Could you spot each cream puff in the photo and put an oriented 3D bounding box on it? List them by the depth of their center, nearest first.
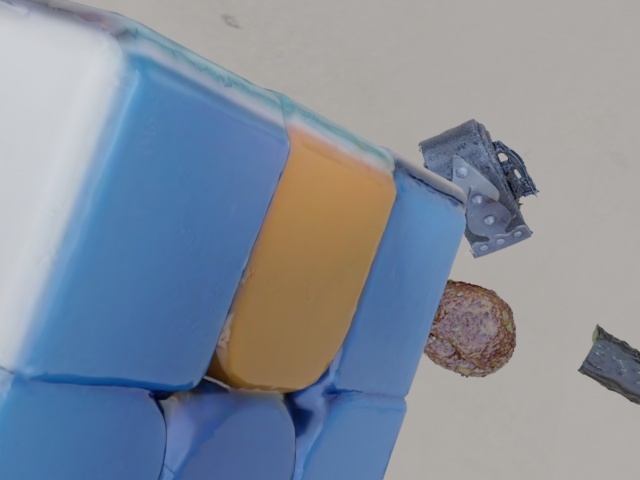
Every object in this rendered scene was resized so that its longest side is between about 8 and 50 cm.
[{"bbox_3d":[0.182,0.122,1.546,0.149,0.084,0.149,15,133,17],"label":"cream puff"}]

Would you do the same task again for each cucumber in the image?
[{"bbox_3d":[0.507,0.216,1.650,0.303,0.072,0.081,26,86,4],"label":"cucumber"}]

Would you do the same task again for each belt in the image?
[{"bbox_3d":[0.235,-0.089,1.719,0.128,0.218,0.122,-23,49,15],"label":"belt"}]

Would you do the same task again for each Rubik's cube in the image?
[{"bbox_3d":[-0.150,0.056,0.492,0.291,0.290,0.292,19,91,28],"label":"Rubik's cube"}]
